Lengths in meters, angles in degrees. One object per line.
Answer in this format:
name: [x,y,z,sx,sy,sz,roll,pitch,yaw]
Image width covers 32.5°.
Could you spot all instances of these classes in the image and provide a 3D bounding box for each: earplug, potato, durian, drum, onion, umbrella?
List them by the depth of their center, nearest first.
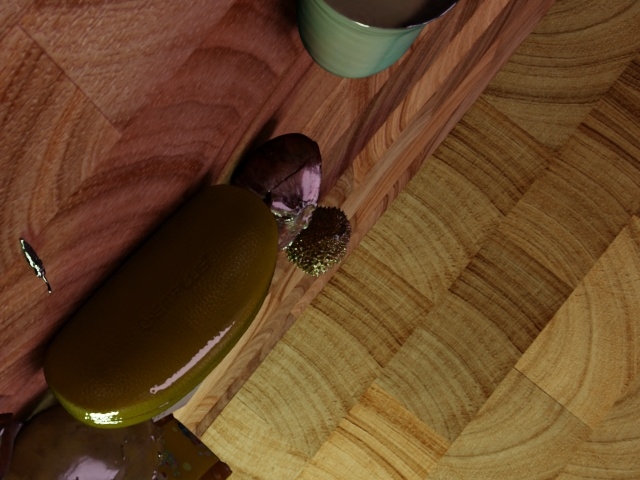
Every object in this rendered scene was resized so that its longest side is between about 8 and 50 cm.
umbrella: [-0.289,0.021,1.106,0.013,0.022,0.122,-24,155,-11]
earplug: [0.051,-0.270,1.215,0.185,0.185,0.324,-50,179,-10]
potato: [-0.333,0.318,1.576,0.296,0.141,0.191,4,121,-56]
onion: [-0.083,-0.075,1.603,0.098,0.151,0.205,-2,129,-34]
drum: [-0.393,0.563,2.282,0.431,0.214,0.431,-47,174,-7]
durian: [0.000,0.000,2.366,0.168,0.137,0.158,134,-22,-64]

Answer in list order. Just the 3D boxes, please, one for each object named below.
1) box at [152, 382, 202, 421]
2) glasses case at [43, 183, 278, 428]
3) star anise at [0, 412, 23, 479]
box: [-0.252,0.206,1.861,0.214,0.069,0.353,-24,155,-49]
glasses case: [-0.188,0.088,1.425,0.371,0.173,0.141,-48,171,-23]
star anise: [-0.444,0.306,1.256,0.288,0.088,0.288,-45,-172,8]
